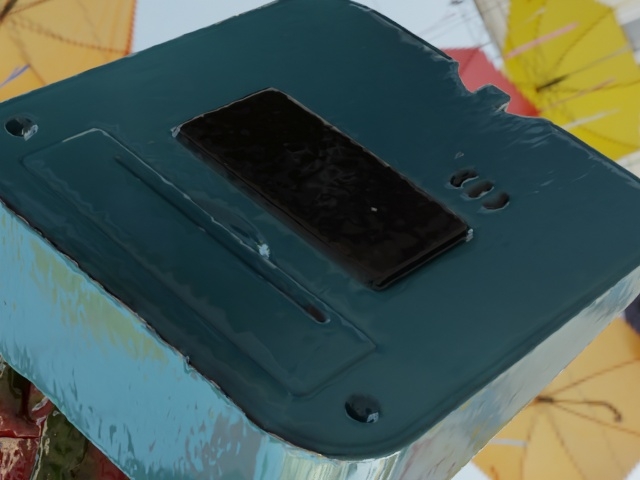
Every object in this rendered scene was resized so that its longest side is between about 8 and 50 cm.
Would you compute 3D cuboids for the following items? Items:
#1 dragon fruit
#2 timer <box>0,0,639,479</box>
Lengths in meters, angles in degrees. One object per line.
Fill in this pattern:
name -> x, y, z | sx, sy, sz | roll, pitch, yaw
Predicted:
dragon fruit -> -0.115, 0.122, 0.691 | 0.166, 0.160, 0.172 | 31, -96, -19
timer -> 0.000, 0.000, 0.567 | 0.232, 0.091, 0.250 | 37, -132, 26
